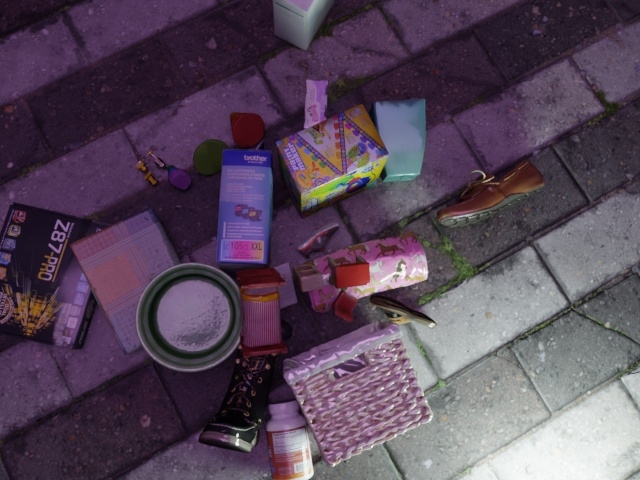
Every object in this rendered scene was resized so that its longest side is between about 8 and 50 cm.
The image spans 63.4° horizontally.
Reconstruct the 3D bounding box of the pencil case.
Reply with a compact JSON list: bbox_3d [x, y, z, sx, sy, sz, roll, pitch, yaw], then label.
[{"bbox_3d":[0.138,0.096,1.590,0.386,0.167,0.160,-17,60,-4],"label":"pencil case"}]

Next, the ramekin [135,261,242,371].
[{"bbox_3d":[-0.370,0.219,1.505,0.304,0.148,0.303,1,84,-12],"label":"ramekin"}]

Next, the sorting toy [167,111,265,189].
[{"bbox_3d":[-0.361,-0.314,1.707,0.366,0.127,0.126,-39,53,-6],"label":"sorting toy"}]

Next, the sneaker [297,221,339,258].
[{"bbox_3d":[0.000,0.000,1.667,0.158,0.061,0.064,-35,108,-7],"label":"sneaker"}]

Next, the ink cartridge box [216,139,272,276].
[{"bbox_3d":[-0.220,-0.102,1.562,0.151,0.270,0.395,1,78,-5],"label":"ink cartridge box"}]

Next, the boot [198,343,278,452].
[{"bbox_3d":[-0.208,0.416,1.411,0.138,0.377,0.284,10,73,9],"label":"boot"}]

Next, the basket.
[{"bbox_3d":[0.092,0.404,1.445,0.329,0.331,0.266,-23,85,-6],"label":"basket"}]

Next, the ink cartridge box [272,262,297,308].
[{"bbox_3d":[-0.154,0.143,1.561,0.146,0.179,0.045,-20,41,-12],"label":"ink cartridge box"}]

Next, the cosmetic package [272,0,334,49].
[{"bbox_3d":[-0.050,-0.812,1.740,0.138,0.224,0.224,28,79,2],"label":"cosmetic package"}]

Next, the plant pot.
[{"bbox_3d":[0.252,-0.315,1.683,0.166,0.165,0.234,-5,86,-3],"label":"plant pot"}]

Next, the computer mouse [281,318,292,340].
[{"bbox_3d":[-0.204,0.256,1.605,0.242,0.041,0.071,14,79,2],"label":"computer mouse"}]

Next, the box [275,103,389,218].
[{"bbox_3d":[0.028,-0.231,1.587,0.279,0.290,0.177,-25,81,-6],"label":"box"}]

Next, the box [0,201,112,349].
[{"bbox_3d":[-0.839,0.109,1.589,0.319,0.097,0.394,14,78,-3],"label":"box"}]

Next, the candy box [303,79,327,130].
[{"bbox_3d":[-0.017,-0.395,1.668,0.070,0.196,0.164,3,79,-1],"label":"candy box"}]

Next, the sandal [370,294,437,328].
[{"bbox_3d":[0.253,0.234,1.614,0.220,0.090,0.060,23,100,-4],"label":"sandal"}]

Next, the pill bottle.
[{"bbox_3d":[-0.094,0.578,1.500,0.121,0.121,0.216,-8,78,-3],"label":"pill bottle"}]

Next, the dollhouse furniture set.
[{"bbox_3d":[-0.038,0.172,1.405,0.375,0.152,0.201,-6,103,-14],"label":"dollhouse furniture set"}]

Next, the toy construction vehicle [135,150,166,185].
[{"bbox_3d":[-0.552,-0.237,1.706,0.098,0.035,0.086,41,91,9],"label":"toy construction vehicle"}]

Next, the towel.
[{"bbox_3d":[-0.550,0.119,1.573,0.272,0.040,0.370,-27,91,-17],"label":"towel"}]

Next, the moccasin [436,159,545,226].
[{"bbox_3d":[0.537,-0.157,1.664,0.380,0.139,0.146,-26,79,-7],"label":"moccasin"}]
